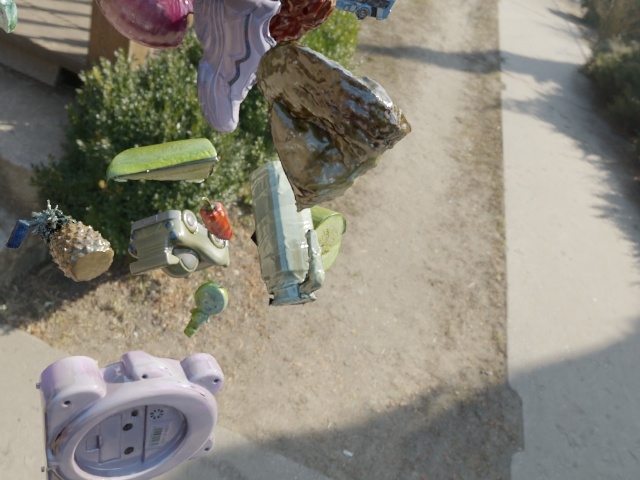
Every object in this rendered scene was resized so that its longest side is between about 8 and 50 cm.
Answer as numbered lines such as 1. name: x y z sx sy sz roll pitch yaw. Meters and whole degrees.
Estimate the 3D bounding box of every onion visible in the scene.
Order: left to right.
1. onion: -0.312 -0.456 0.943 0.200 0.207 0.200 15 12 -3

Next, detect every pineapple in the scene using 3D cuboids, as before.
1. pineapple: -0.792 -0.020 1.646 0.340 0.169 0.169 40 39 26

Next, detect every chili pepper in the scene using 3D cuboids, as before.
1. chili pepper: -0.290 -0.052 1.498 0.063 0.272 0.071 35 73 19

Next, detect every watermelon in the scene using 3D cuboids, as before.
1. watermelon: -0.711 -0.514 1.175 0.061 0.085 0.085 -4 41 -2

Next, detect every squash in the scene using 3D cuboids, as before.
1. squash: -0.390 -0.184 1.276 0.252 0.169 0.093 -14 84 -22
2. squash: -0.005 0.007 1.552 0.133 0.220 0.220 17 26 41

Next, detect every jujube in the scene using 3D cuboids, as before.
1. jujube: -0.083 -0.450 1.021 0.155 0.230 0.155 40 39 -44

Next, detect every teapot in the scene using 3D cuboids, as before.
1. teapot: -0.040 -0.010 0.749 0.077 0.107 0.200 1 75 -41

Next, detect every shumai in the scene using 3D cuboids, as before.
1. shumai: 0.000 -0.089 0.414 0.123 0.139 0.105 37 58 -38

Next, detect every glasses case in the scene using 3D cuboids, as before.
1. glasses case: -0.786 -0.016 1.377 0.033 0.083 0.023 22 15 -44

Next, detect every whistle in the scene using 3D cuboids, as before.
1. whistle: -0.366 0.219 1.665 0.104 0.198 0.057 32 13 -7

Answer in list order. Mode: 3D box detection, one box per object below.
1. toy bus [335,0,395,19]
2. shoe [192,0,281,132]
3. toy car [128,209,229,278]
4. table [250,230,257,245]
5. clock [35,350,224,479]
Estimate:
1. toy bus: 0.080 -0.727 1.513 0.297 0.131 0.106 -1 60 -31
2. shoe: -0.134 -0.299 0.891 0.137 0.245 0.095 8 30 9
3. toy car: -0.502 0.051 1.908 0.336 0.242 0.226 42 37 -55
4. table: -0.097 -0.033 1.775 0.169 0.193 0.172 3 39 -52
5. clock: -0.355 0.344 1.011 0.322 0.295 0.113 -4 31 -30
